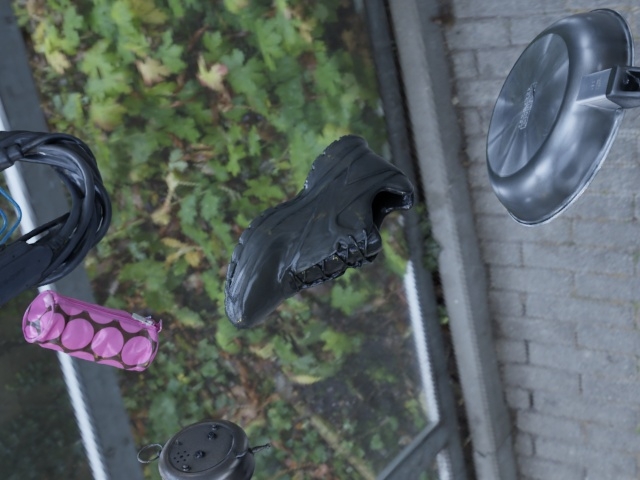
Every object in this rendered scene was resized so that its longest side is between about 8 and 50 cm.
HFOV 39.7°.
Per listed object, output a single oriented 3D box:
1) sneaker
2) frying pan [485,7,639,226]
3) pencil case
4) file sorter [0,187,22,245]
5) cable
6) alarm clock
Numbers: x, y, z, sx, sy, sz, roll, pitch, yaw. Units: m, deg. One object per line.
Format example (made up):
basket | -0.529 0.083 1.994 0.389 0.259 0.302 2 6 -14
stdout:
sneaker | 0.000 0.000 1.058 0.130 0.286 0.109 34 165 24
frying pan | 0.208 -0.089 0.706 0.053 0.326 0.197 17 105 -13
pencil case | -0.364 0.141 1.429 0.098 0.209 0.095 -45 43 32
file sorter | -0.452 -0.017 1.050 0.170 0.104 0.118 -15 126 44
cable | -0.233 -0.017 0.604 0.151 0.184 0.047 30 142 24
alarm clock | -0.178 0.307 1.247 0.192 0.129 0.064 -1 123 27
